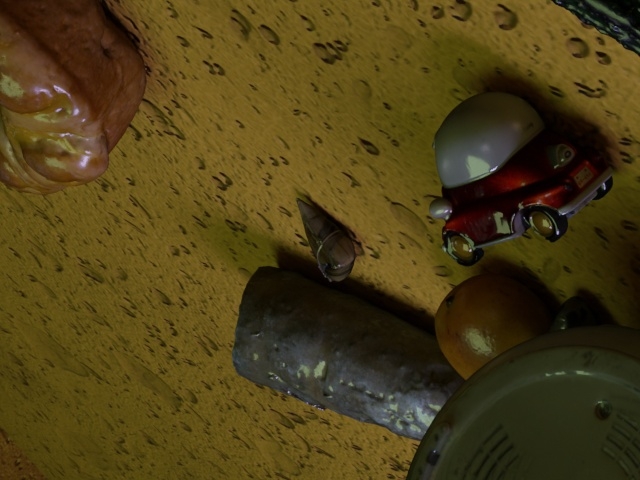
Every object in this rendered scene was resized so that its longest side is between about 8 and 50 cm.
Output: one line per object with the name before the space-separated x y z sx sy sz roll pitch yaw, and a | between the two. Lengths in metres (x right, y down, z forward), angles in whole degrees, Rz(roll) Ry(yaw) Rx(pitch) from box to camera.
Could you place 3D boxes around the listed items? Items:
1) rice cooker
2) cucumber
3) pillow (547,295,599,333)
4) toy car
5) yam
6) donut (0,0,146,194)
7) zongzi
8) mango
rice cooker | 0.257 0.240 1.321 0.335 0.335 0.325 20 175 39
cucumber | 0.205 -0.134 1.042 0.187 0.058 0.058 35 159 7
pillow | 0.237 0.147 1.526 0.051 0.093 0.241 38 165 43
toy car | 0.139 -0.058 1.265 0.139 0.112 0.112 -14 110 53
yam | 0.037 0.128 1.765 0.330 0.133 0.133 22 154 35
donut | -0.316 -0.180 1.666 0.317 0.150 0.299 29 158 24
zongzi | 0.000 0.000 1.693 0.083 0.040 0.076 47 167 10
mango | 0.163 0.092 1.549 0.115 0.089 0.165 20 157 19
